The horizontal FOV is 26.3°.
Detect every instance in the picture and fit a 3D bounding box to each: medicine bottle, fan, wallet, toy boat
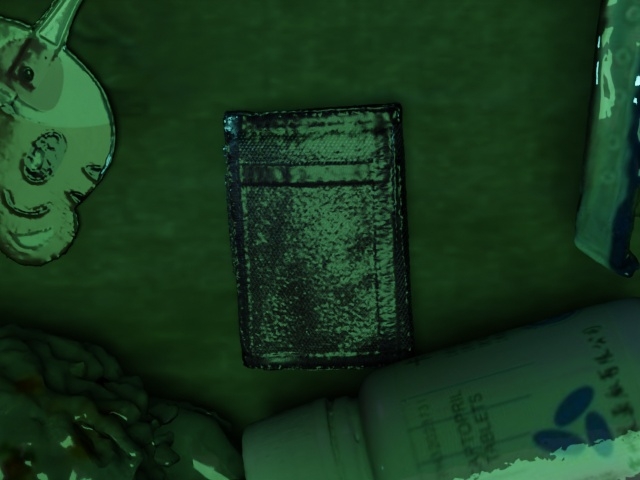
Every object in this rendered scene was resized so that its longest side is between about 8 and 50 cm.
[{"bbox_3d":[0.092,0.134,0.804,0.255,0.152,0.152,-15,102,4],"label":"medicine bottle"},{"bbox_3d":[-0.177,-0.103,0.828,0.152,0.008,0.226,31,102,-5],"label":"fan"},{"bbox_3d":[0.000,0.000,0.836,0.111,0.030,0.165,-4,103,1],"label":"wallet"},{"bbox_3d":[0.211,-0.105,0.764,0.115,0.114,0.262,6,99,12],"label":"toy boat"}]

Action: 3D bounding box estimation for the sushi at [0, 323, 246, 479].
[{"bbox_3d":[-0.218,0.243,0.819,0.418,0.176,0.417,0,103,1],"label":"sushi"}]
